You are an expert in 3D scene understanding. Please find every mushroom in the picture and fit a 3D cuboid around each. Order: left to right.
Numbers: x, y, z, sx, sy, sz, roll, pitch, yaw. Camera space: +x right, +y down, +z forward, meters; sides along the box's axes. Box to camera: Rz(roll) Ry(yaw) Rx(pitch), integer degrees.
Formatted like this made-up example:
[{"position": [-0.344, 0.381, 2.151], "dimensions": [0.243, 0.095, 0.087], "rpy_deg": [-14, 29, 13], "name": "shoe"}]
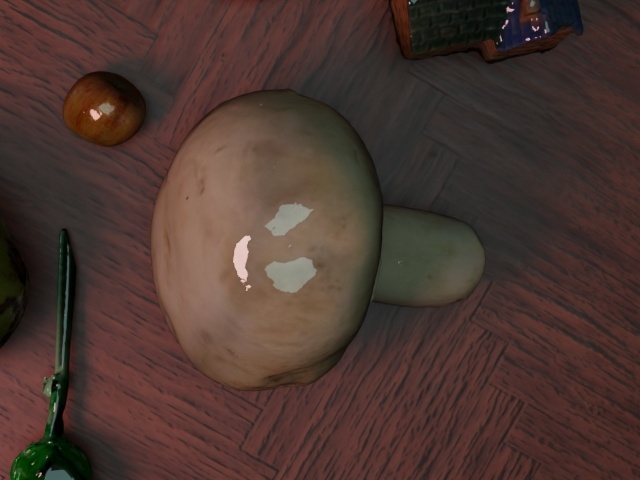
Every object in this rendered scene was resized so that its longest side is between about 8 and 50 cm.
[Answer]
[{"position": [0.000, 0.000, 1.408], "dimensions": [0.336, 0.314, 0.314], "rpy_deg": [3, 93, -30], "name": "mushroom"}]

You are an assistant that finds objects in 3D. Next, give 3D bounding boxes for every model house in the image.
[{"position": [0.167, -0.266, 1.433], "dimensions": [0.183, 0.172, 0.166], "rpy_deg": [-13, 95, -3], "name": "model house"}]

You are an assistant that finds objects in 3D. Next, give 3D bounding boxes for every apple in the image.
[{"position": [-0.228, -0.137, 1.460], "dimensions": [0.084, 0.084, 0.071], "rpy_deg": [33, 115, -5], "name": "apple"}]

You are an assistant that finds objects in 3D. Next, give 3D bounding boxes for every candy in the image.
[{"position": [-0.280, 0.148, 1.480], "dimensions": [0.097, 0.097, 0.323], "rpy_deg": [3, 84, -4], "name": "candy"}]

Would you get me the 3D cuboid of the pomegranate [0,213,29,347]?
[{"position": [-0.413, 0.036, 1.369], "dimensions": [0.254, 0.270, 0.254], "rpy_deg": [7, 76, -29], "name": "pomegranate"}]
